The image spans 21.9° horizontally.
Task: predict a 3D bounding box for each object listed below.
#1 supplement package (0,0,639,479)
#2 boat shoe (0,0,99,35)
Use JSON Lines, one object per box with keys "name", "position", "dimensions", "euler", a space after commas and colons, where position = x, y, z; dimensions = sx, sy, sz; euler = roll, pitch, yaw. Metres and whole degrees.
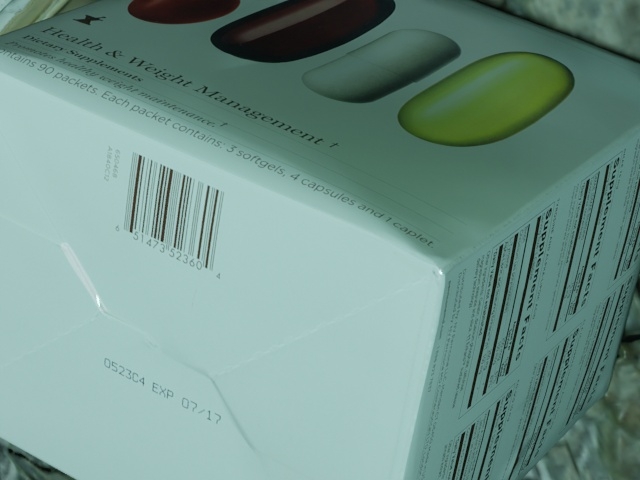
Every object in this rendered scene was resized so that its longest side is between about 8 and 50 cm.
{"name": "supplement package", "position": [0.000, 0.000, 0.617], "dimensions": [0.194, 0.203, 0.149], "euler": [24, 122, 24]}
{"name": "boat shoe", "position": [-0.133, -0.151, 0.708], "dimensions": [0.302, 0.103, 0.113], "euler": [-25, 82, 40]}
